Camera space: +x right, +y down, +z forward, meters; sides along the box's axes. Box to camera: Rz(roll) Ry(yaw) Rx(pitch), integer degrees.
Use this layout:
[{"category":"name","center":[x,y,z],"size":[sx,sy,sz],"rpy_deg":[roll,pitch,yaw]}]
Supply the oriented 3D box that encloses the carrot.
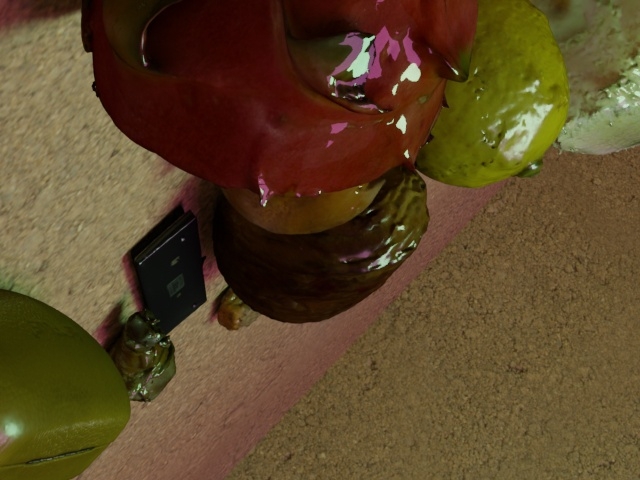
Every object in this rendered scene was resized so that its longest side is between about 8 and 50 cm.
[{"category":"carrot","center":[-0.029,-0.135,1.192],"size":[0.196,0.196,0.254],"rpy_deg":[-46,163,-14]}]

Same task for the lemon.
[{"category":"lemon","center":[0.177,-0.205,1.466],"size":[0.261,0.284,0.260],"rpy_deg":[-24,-158,10]}]

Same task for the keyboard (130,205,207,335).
[{"category":"keyboard","center":[-0.192,0.048,1.519],"size":[0.106,0.027,0.317],"rpy_deg":[-42,166,-18]}]

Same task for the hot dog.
[{"category":"hot dog","center":[0.000,0.000,1.505],"size":[0.267,0.174,0.387],"rpy_deg":[-6,168,-11]}]

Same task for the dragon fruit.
[{"category":"dragon fruit","center":[-0.018,-0.197,0.840],"size":[0.305,0.305,0.225],"rpy_deg":[-39,157,-40]}]

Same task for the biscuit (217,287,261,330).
[{"category":"biscuit","center":[-0.020,0.010,1.903],"size":[0.379,0.054,0.094],"rpy_deg":[-41,166,-24]}]

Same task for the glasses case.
[{"category":"glasses case","center":[-0.292,0.135,1.090],"size":[0.141,0.173,0.371],"rpy_deg":[-49,170,1]}]

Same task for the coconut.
[{"category":"coconut","center":[0.451,-0.328,1.820],"size":[0.404,0.404,0.404],"rpy_deg":[-46,167,-14]}]

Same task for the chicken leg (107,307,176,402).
[{"category":"chicken leg","center":[-0.240,0.156,1.538],"size":[0.103,0.088,0.227],"rpy_deg":[-32,166,-15]}]
